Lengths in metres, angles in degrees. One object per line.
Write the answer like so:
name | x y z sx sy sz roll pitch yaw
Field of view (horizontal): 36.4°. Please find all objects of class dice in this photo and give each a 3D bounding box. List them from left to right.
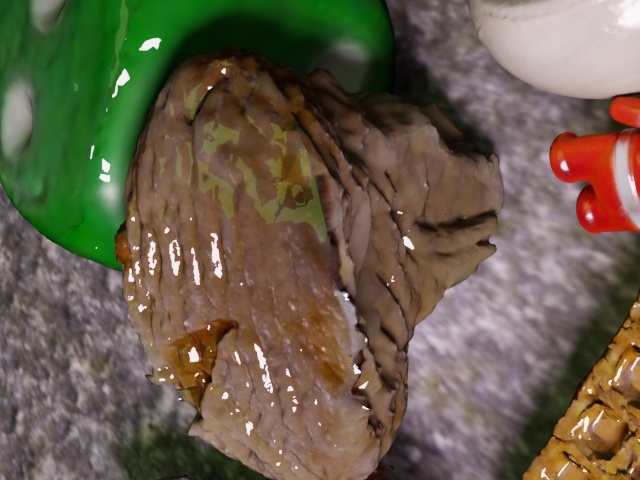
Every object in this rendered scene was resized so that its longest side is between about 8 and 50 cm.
dice | -0.132 -0.154 0.909 0.287 0.297 0.300 42 120 38

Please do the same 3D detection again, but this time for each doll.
doll | 0.277 -0.046 0.658 0.245 0.142 0.076 -5 43 43

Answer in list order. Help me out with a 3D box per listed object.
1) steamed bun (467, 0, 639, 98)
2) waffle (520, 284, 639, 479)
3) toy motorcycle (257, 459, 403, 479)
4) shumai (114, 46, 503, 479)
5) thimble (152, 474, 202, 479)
steamed bun | 0.226 -0.198 0.702 0.232 0.145 0.232 -33 36 28
waffle | 0.252 0.190 0.668 0.213 0.091 0.308 40 110 38
toy motorcycle | -0.022 0.293 0.844 0.319 0.241 0.182 -16 99 46
shumai | 0.001 -0.001 0.790 0.217 0.283 0.346 -12 105 35
thimble | -0.162 0.299 1.011 0.090 0.115 0.102 -23 72 39
